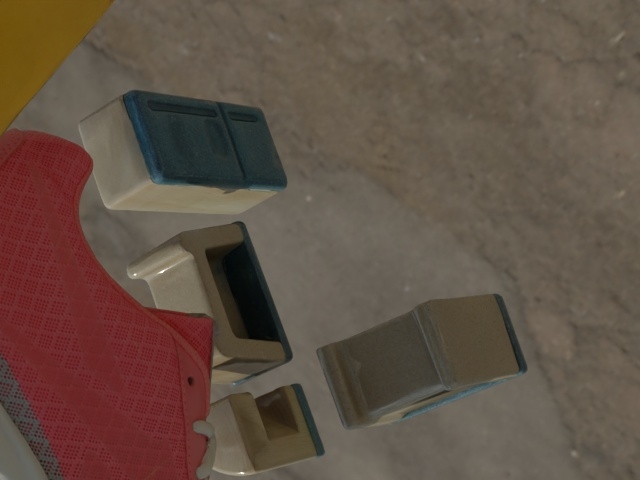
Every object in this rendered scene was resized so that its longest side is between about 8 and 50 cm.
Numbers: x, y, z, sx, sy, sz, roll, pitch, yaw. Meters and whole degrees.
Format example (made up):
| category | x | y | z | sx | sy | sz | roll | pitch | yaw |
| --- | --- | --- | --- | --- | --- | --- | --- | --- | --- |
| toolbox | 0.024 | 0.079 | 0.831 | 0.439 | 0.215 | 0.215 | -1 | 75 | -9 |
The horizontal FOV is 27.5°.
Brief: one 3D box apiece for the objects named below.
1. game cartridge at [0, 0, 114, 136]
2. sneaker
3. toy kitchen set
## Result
| category | x | y | z | sx | sy | sz | roll | pitch | yaw |
| --- | --- | --- | --- | --- | --- | --- | --- | --- | --- |
| game cartridge | -0.134 | -0.172 | 0.357 | 0.052 | 0.324 | 0.285 | 36 | 175 | 41 |
| sneaker | -0.084 | 0.096 | 0.545 | 0.116 | 0.136 | 0.314 | 11 | 130 | 64 |
| toy kitchen set | 0.000 | 0.000 | 0.679 | 0.166 | 0.122 | 0.207 | -27 | 77 | 29 |
